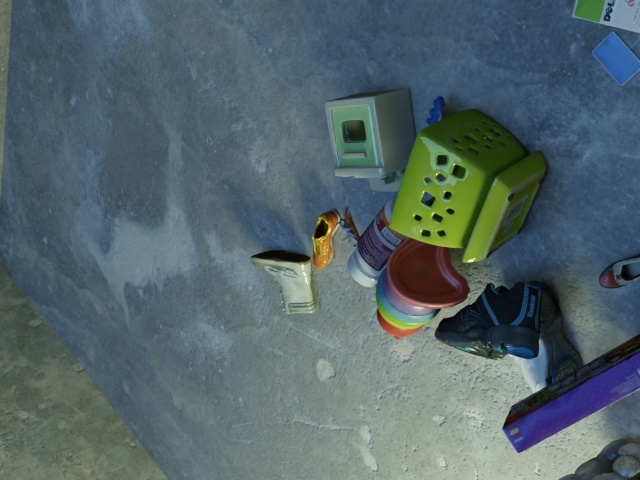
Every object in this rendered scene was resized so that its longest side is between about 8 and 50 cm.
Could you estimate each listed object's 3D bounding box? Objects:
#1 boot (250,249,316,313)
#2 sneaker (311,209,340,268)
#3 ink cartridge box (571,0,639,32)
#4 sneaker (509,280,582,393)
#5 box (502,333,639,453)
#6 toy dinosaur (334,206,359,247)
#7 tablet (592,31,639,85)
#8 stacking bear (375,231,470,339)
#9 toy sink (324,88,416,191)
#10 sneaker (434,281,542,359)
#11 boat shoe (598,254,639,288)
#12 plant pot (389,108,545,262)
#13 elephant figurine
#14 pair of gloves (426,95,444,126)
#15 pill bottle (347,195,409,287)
[{"bbox_3d":[-0.103,0.115,2.140,0.213,0.077,0.165,7,113,41],"label":"boot"},{"bbox_3d":[0.000,0.000,1.990,0.064,0.067,0.175,32,128,32],"label":"sneaker"},{"bbox_3d":[0.552,-0.419,1.220,0.255,0.097,0.188,30,126,37],"label":"ink cartridge box"},{"bbox_3d":[0.451,0.230,1.610,0.129,0.111,0.297,-18,87,60],"label":"sneaker"},{"bbox_3d":[0.479,0.275,1.418,0.293,0.201,0.057,-34,79,16],"label":"box"},{"bbox_3d":[0.075,-0.021,1.926,0.082,0.047,0.090,33,119,9],"label":"toy dinosaur"},{"bbox_3d":[0.521,-0.318,1.360,0.083,0.006,0.054,54,136,14],"label":"tablet"},{"bbox_3d":[0.200,0.129,1.746,0.289,0.164,0.175,103,150,-62],"label":"stacking bear"},{"bbox_3d":[0.116,-0.209,1.732,0.153,0.131,0.234,6,111,45],"label":"toy sink"},{"bbox_3d":[0.347,0.164,1.576,0.341,0.125,0.139,161,126,-70],"label":"sneaker"},{"bbox_3d":[0.571,0.059,1.440,0.137,0.043,0.049,-33,83,49],"label":"boat shoe"},{"bbox_3d":[0.299,-0.101,1.527,0.207,0.228,0.227,33,127,25],"label":"plant pot"},{"bbox_3d":[0.624,0.524,1.512,0.239,0.169,0.186,51,167,-4],"label":"elephant figurine"},{"bbox_3d":[0.221,-0.199,1.628,0.023,0.159,0.198,16,123,0],"label":"pair of gloves"},{"bbox_3d":[0.155,0.007,1.791,0.121,0.121,0.221,53,136,17],"label":"pill bottle"}]
